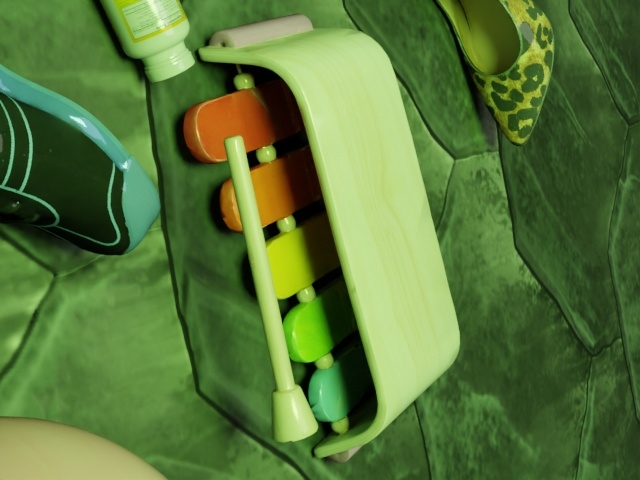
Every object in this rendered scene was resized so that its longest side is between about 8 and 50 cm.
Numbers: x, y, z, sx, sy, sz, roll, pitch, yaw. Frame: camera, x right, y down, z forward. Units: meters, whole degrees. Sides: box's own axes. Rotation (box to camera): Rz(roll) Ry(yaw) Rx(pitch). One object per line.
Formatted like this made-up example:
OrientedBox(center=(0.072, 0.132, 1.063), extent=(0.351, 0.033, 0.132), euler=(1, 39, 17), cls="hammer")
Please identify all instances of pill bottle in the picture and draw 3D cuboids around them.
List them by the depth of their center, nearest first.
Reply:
OrientedBox(center=(-0.106, -0.139, 0.610), extent=(0.043, 0.043, 0.083), euler=(-47, 122, -47), cls="pill bottle")

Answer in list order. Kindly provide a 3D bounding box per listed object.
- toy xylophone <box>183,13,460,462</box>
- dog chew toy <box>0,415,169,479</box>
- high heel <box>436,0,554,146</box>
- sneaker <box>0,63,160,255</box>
OrientedBox(center=(0.000, 0.000, 0.699), extent=(0.236, 0.081, 0.323), euler=(-17, 98, -54), cls="toy xylophone")
OrientedBox(center=(-0.182, 0.176, 0.332), extent=(0.332, 0.206, 0.207), euler=(-4, 88, -46), cls="dog chew toy")
OrientedBox(center=(0.118, -0.200, 0.911), extent=(0.186, 0.093, 0.261), euler=(-19, 103, -42), cls="high heel")
OrientedBox(center=(-0.177, -0.044, 0.473), extent=(0.232, 0.081, 0.090), euler=(41, 55, -34), cls="sneaker")
